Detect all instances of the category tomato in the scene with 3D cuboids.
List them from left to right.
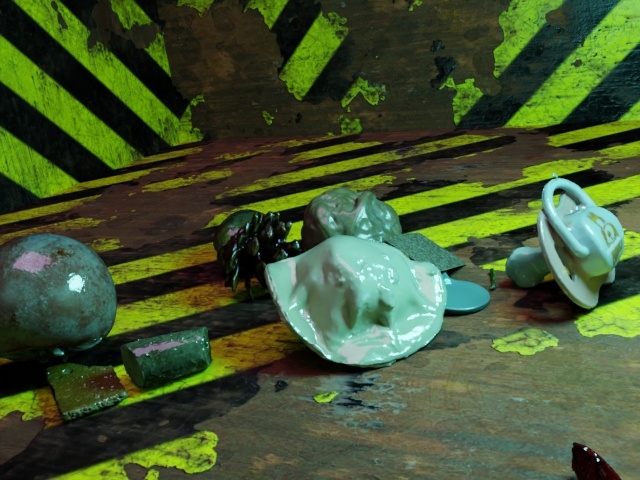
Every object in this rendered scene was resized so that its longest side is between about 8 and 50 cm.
[{"bbox_3d":[-0.608,0.136,1.551,0.317,0.282,0.316,-9,-19,-3],"label":"tomato"}]

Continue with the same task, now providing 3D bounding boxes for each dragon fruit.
[{"bbox_3d":[0.386,0.325,0.957,0.063,0.097,0.131,-4,0,1],"label":"dragon fruit"}]

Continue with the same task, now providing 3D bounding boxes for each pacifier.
[{"bbox_3d":[0.546,0.021,1.555,0.220,0.273,0.332,33,35,22],"label":"pacifier"}]

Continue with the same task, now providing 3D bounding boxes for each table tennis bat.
[{"bbox_3d":[0.301,0.110,1.651,0.153,0.040,0.244,-5,21,-8],"label":"table tennis bat"}]

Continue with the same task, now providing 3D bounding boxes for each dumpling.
[{"bbox_3d":[0.084,0.141,1.489,0.395,0.233,0.315,1,48,-15],"label":"dumpling"}]

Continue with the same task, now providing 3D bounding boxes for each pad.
[{"bbox_3d":[0.261,0.027,1.747,0.158,0.003,0.235,35,20,23],"label":"pad"}]

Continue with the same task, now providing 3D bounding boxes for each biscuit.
[{"bbox_3d":[-0.486,0.297,1.456,0.131,0.026,0.237,-15,19,-25],"label":"biscuit"}]

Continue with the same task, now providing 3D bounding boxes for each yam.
[{"bbox_3d":[-0.308,0.237,1.447,0.183,0.107,0.107,-14,20,-20],"label":"yam"}]

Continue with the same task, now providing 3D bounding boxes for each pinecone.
[{"bbox_3d":[-0.142,0.039,1.781,0.201,0.229,0.202,16,10,-21],"label":"pinecone"}]

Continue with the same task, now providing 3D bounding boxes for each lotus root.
[{"bbox_3d":[-0.215,-0.004,2.020,0.160,0.152,0.275,4,22,9],"label":"lotus root"}]

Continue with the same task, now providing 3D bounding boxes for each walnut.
[{"bbox_3d":[0.079,-0.017,1.816,0.273,0.227,0.273,-6,24,3],"label":"walnut"}]

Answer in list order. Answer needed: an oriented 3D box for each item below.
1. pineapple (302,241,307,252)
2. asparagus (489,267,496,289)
[{"bbox_3d":[0.000,0.000,2.045,0.116,0.069,0.137,-5,18,12],"label":"pineapple"},{"bbox_3d":[0.412,0.093,1.687,0.015,0.014,0.114,-5,19,13],"label":"asparagus"}]
